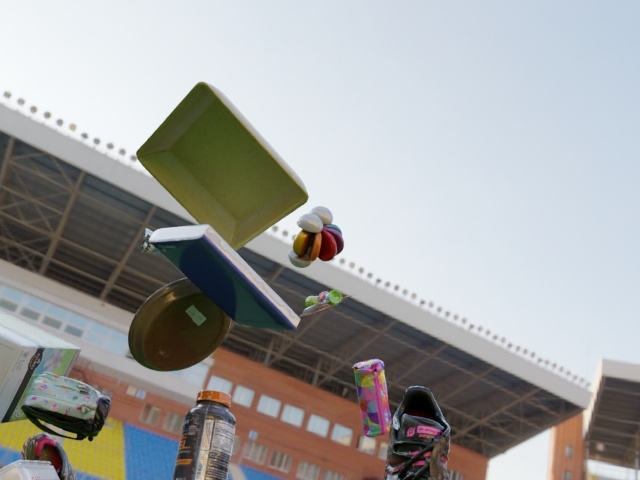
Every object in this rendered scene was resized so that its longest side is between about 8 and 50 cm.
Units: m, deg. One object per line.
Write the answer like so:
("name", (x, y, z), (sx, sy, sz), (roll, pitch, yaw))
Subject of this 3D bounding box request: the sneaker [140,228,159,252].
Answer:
("sneaker", (-0.434, 0.011, 1.636), (0.073, 0.063, 0.162), (13, 4, -24))

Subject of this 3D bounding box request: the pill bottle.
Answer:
("pill bottle", (-0.277, 0.494, 1.500), (0.131, 0.245, 0.130), (4, -31, 2))

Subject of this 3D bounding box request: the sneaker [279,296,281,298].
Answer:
("sneaker", (-0.179, 0.216, 2.023), (0.072, 0.077, 0.178), (29, -23, 8))

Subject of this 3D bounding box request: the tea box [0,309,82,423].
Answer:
("tea box", (-0.889, 0.317, 1.644), (0.329, 0.219, 0.323), (22, -7, 10))

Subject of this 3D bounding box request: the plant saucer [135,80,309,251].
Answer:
("plant saucer", (-0.216, -0.165, 1.402), (0.332, 0.081, 0.333), (47, -45, -13))

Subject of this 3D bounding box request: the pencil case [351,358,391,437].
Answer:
("pencil case", (0.162, 0.482, 1.896), (0.105, 0.236, 0.104), (-10, 5, 1))

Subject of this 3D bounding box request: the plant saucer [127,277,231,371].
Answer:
("plant saucer", (-0.333, 0.216, 1.518), (0.041, 0.278, 0.278), (39, -9, 42))

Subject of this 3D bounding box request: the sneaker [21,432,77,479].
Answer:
("sneaker", (-0.707, 0.660, 1.645), (0.112, 0.121, 0.299), (-23, -87, 52))

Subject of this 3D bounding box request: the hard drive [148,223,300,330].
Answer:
("hard drive", (-0.213, 0.089, 1.374), (0.210, 0.040, 0.318), (-3, -43, 45))

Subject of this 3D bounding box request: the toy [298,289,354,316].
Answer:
("toy", (0.001, 0.194, 1.956), (0.137, 0.056, 0.237), (-12, -10, -25))

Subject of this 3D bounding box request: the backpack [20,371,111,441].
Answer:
("backpack", (-0.577, 0.375, 1.402), (0.182, 0.115, 0.152), (23, -40, -13))

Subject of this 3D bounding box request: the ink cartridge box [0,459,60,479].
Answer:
("ink cartridge box", (-0.374, 0.412, 0.818), (0.217, 0.092, 0.158), (59, -17, 15))

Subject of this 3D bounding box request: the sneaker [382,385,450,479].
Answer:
("sneaker", (0.223, 0.529, 1.456), (0.186, 0.482, 0.202), (-2, -65, 4))

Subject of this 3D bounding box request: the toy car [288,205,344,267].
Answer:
("toy car", (0.000, 0.000, 1.759), (0.136, 0.182, 0.159), (23, -64, 16))
